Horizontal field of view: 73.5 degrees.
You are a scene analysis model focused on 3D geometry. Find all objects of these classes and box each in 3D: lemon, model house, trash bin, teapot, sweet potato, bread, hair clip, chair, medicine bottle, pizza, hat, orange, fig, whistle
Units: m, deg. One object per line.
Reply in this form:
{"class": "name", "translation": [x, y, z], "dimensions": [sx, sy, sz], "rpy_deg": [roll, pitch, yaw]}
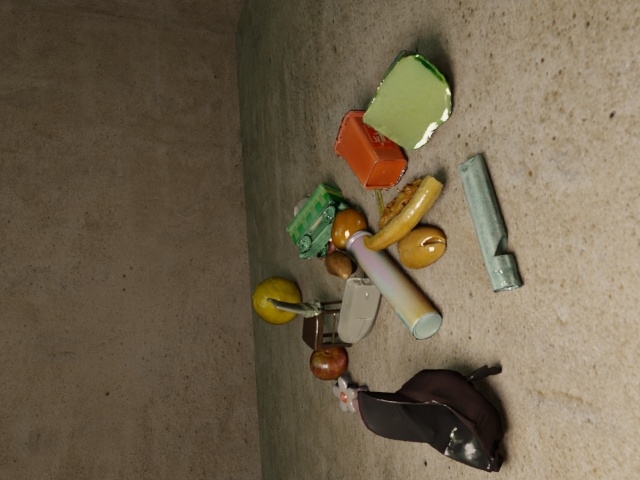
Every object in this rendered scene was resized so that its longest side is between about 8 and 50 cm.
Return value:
{"class": "lemon", "translation": [-0.221, 0.308, 2.196], "dimensions": [0.284, 0.260, 0.260], "rpy_deg": [120, 144, -72]}
{"class": "model house", "translation": [0.239, -0.389, 1.140], "dimensions": [0.214, 0.195, 0.189], "rpy_deg": [-57, 14, 33]}
{"class": "trash bin", "translation": [0.152, -0.271, 1.338], "dimensions": [0.184, 0.161, 0.239], "rpy_deg": [113, 144, -47]}
{"class": "teapot", "translation": [-0.067, -0.119, 1.992], "dimensions": [0.145, 0.092, 0.226], "rpy_deg": [126, 134, -58]}
{"class": "sweet potato", "translation": [0.065, 0.084, 1.474], "dimensions": [0.092, 0.114, 0.341], "rpy_deg": [-56, -8, 1]}
{"class": "bread", "translation": [0.267, 0.020, 1.180], "dimensions": [0.189, 0.077, 0.114], "rpy_deg": [145, 125, -68]}
{"class": "hair clip", "translation": [0.134, 0.587, 1.570], "dimensions": [0.257, 0.075, 0.146], "rpy_deg": [14, 100, 63]}
{"class": "chair", "translation": [-0.045, 0.314, 1.639], "dimensions": [0.160, 0.319, 0.186], "rpy_deg": [-163, 76, -68]}
{"class": "medicine bottle", "translation": [0.210, 0.122, 1.297], "dimensions": [0.426, 0.108, 0.108], "rpy_deg": [-124, 38, -51]}
{"class": "pizza", "translation": [0.222, -0.076, 1.207], "dimensions": [0.365, 0.074, 0.182], "rpy_deg": [-47, 22, 58]}
{"class": "hat", "translation": [0.264, 0.361, 0.997], "dimensions": [0.238, 0.336, 0.209], "rpy_deg": [87, -156, -46]}
{"class": "orange", "translation": [0.104, -0.036, 1.516], "dimensions": [0.156, 0.124, 0.156], "rpy_deg": [-164, 90, -79]}
{"class": "fig", "translation": [0.034, 0.485, 1.713], "dimensions": [0.202, 0.148, 0.149], "rpy_deg": [81, -151, -71]}
{"class": "whistle", "translation": [0.366, -0.042, 0.940], "dimensions": [0.062, 0.062, 0.312], "rpy_deg": [134, 131, -61]}

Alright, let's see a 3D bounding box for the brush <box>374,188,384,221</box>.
{"class": "brush", "translation": [0.193, -0.151, 1.433], "dimensions": [0.082, 0.010, 0.218], "rpy_deg": [140, 126, -63]}

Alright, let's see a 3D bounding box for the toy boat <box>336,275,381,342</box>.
{"class": "toy boat", "translation": [0.125, 0.229, 1.475], "dimensions": [0.141, 0.140, 0.269], "rpy_deg": [-114, 29, -44]}

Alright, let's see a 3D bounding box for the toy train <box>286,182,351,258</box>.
{"class": "toy train", "translation": [-0.002, -0.067, 1.693], "dimensions": [0.301, 0.120, 0.202], "rpy_deg": [-51, 44, 26]}

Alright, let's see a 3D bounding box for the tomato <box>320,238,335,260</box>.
{"class": "tomato", "translation": [0.001, 0.008, 1.834], "dimensions": [0.166, 0.082, 0.174], "rpy_deg": [-124, 41, -52]}
